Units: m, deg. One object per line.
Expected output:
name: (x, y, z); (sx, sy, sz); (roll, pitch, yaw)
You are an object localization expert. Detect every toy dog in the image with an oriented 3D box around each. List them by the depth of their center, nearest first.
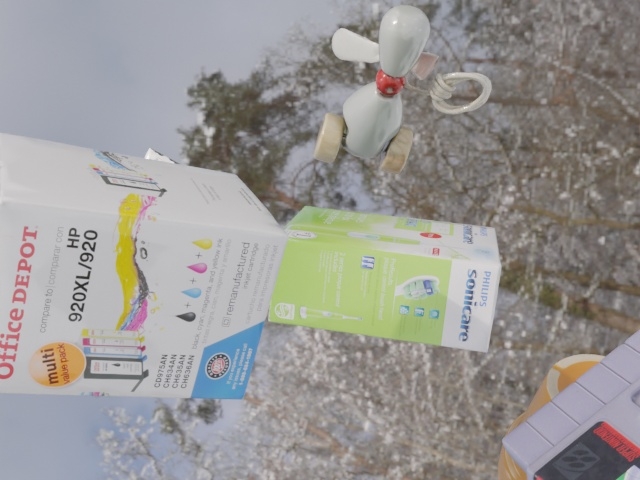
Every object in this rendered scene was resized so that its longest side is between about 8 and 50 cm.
toy dog: (0.104, -0.252, 1.267); (0.220, 0.334, 0.160); (25, -130, -23)

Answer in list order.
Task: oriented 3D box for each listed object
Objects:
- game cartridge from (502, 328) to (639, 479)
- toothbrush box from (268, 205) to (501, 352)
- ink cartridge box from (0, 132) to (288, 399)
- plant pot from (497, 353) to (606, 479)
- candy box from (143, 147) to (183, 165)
game cartridge: (0.362, 0.238, 0.751); (0.230, 0.355, 0.068); (-32, -59, -10)
toothbrush box: (0.091, 0.043, 1.064); (0.206, 0.283, 0.122); (-52, -31, -72)
ink cartridge box: (-0.180, 0.026, 0.698); (0.233, 0.168, 0.171); (7, -70, -26)
plant pot: (0.343, 0.257, 1.011); (0.205, 0.205, 0.187); (-46, -35, -43)
candy box: (-0.234, -0.087, 1.500); (0.070, 0.196, 0.165); (-61, -16, -2)
